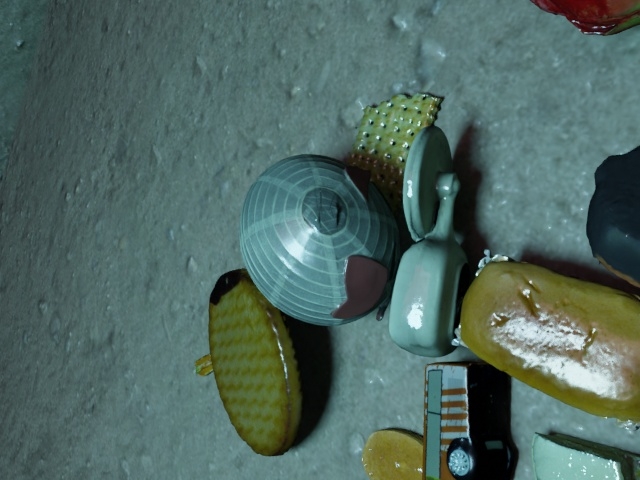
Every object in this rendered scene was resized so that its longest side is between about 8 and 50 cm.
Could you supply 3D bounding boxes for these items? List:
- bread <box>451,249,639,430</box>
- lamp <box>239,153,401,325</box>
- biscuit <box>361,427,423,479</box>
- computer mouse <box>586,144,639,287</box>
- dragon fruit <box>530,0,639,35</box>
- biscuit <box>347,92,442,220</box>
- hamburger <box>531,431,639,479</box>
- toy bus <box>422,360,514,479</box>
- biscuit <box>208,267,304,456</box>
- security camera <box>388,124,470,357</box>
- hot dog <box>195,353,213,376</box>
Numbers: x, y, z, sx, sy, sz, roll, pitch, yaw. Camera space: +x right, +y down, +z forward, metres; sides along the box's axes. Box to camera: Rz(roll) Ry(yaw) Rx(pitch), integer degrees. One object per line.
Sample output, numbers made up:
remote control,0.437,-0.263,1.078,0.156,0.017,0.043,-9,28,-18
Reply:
bread,0.277,0.107,0.688,0.241,0.107,0.136,21,96,38
lamp,0.000,0.000,0.885,0.233,0.233,0.265,-25,71,38
biscuit,0.117,0.329,0.864,0.140,0.023,0.118,15,94,43
computer mouse,0.404,0.009,0.564,0.183,0.116,0.323,-42,44,-10
dragon fruit,0.324,-0.323,0.634,0.234,0.233,0.293,-56,36,21
biscuit,0.100,-0.138,0.962,0.144,0.016,0.203,25,101,42
hamburger,0.294,0.271,0.690,0.121,0.054,0.084,6,91,46
toy bus,0.180,0.355,0.755,0.092,0.093,0.409,-6,78,50
biscuit,-0.115,0.203,1.027,0.318,0.040,0.318,23,117,55
security camera,0.155,0.000,0.799,0.080,0.157,0.302,4,85,30
hot dog,-0.213,0.239,1.192,0.083,0.021,0.037,-28,85,34
